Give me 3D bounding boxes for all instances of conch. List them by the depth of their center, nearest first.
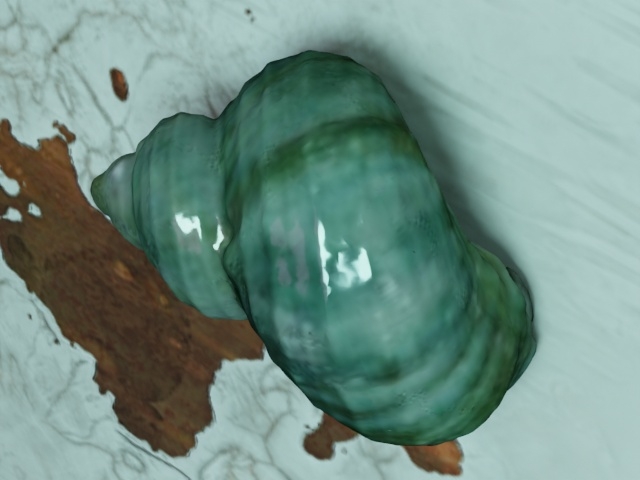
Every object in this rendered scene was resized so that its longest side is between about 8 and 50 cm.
[{"bbox_3d":[0.000,0.000,0.785,0.277,0.195,0.220,15,155,3],"label":"conch"}]
